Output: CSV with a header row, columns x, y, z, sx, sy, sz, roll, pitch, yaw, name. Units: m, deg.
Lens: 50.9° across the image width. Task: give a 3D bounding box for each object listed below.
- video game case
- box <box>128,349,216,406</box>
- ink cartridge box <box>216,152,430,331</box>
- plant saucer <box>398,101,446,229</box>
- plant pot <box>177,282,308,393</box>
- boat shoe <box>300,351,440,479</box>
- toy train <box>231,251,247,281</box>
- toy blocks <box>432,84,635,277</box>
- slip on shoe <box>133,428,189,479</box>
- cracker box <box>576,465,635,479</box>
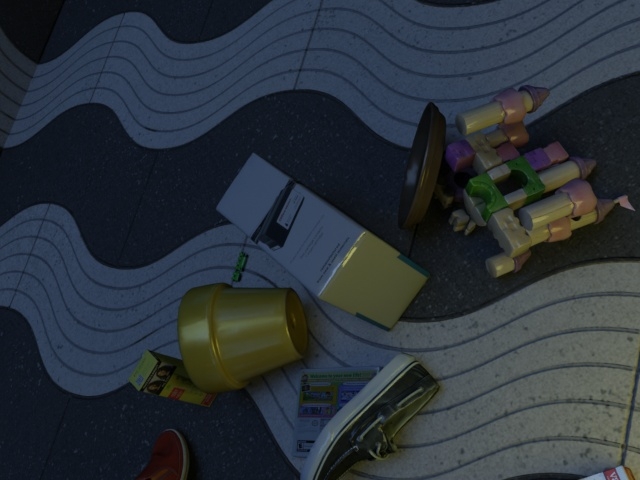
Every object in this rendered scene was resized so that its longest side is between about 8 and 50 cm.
x,y,z,sx,sy,sz,roll,pitch,yaw,name
0.036,0.372,1.453,0.213,0.023,0.193,-10,65,33,video game case
-0.338,0.332,1.603,0.058,0.232,0.087,32,90,41,box
0.000,0.000,1.473,0.395,0.285,0.166,38,95,41,ink cartridge box
0.217,-0.155,1.436,0.041,0.278,0.277,12,74,-1,plant saucer
-0.164,0.208,1.542,0.239,0.254,0.253,-13,62,13,plant pot
0.100,0.372,1.316,0.119,0.121,0.335,37,82,32,boat shoe
-0.212,0.070,1.771,0.024,0.017,0.083,10,76,28,toy train
0.413,-0.116,1.307,0.260,0.309,0.288,-22,65,-12,toy blocks
-0.385,0.566,1.564,0.123,0.101,0.331,-38,25,22,slip on shoe
0.423,0.482,1.095,0.232,0.067,0.155,-30,56,23,cracker box
